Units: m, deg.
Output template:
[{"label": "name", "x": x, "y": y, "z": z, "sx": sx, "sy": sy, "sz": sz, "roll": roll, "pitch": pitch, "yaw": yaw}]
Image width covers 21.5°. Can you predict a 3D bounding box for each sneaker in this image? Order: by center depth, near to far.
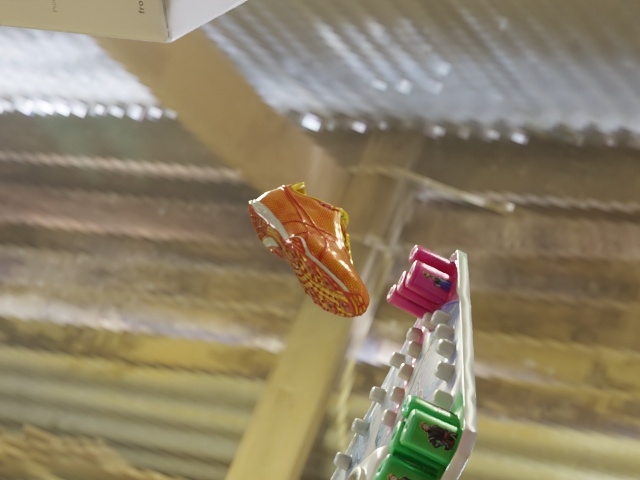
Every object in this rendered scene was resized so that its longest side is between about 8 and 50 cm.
[{"label": "sneaker", "x": 0.000, "y": 0.000, "z": 1.339, "sx": 0.175, "sy": 0.067, "sz": 0.064, "roll": 51, "pitch": -17, "yaw": 49}]

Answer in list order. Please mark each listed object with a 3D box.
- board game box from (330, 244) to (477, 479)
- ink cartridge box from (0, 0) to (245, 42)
[{"label": "board game box", "x": 0.016, "y": 0.227, "z": 1.399, "sx": 0.050, "sy": 0.390, "sz": 0.390, "roll": 25, "pitch": 19, "yaw": -5}, {"label": "ink cartridge box", "x": -0.163, "y": -0.217, "z": 1.043, "sx": 0.283, "sy": 0.207, "sz": 0.117, "roll": 9, "pitch": -62, "yaw": 27}]
